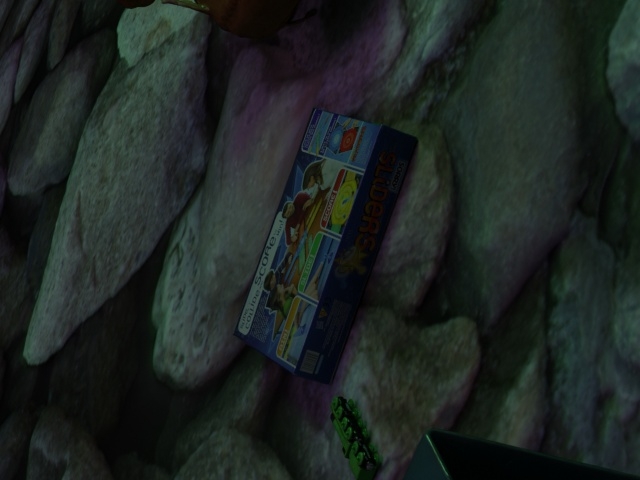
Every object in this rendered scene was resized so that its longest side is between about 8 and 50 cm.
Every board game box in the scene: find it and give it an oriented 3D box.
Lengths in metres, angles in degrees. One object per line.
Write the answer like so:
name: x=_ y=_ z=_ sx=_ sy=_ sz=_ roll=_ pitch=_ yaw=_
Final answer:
board game box: x=0.000 y=0.000 z=1.275 sx=0.136 sy=0.035 sz=0.201 roll=25 pitch=96 yaw=64

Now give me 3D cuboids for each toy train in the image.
toy train: x=0.023 y=0.142 z=1.157 sx=0.083 sy=0.017 sz=0.023 roll=-117 pitch=40 yaw=-57

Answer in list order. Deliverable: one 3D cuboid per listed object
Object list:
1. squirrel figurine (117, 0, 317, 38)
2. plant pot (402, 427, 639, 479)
squirrel figurine: x=-0.073 y=-0.373 z=1.413 sx=0.397 sy=0.281 sz=0.370 roll=-65 pitch=32 yaw=19
plant pot: x=0.092 y=0.245 z=0.784 sx=0.234 sy=0.165 sz=0.165 roll=-63 pitch=27 yaw=23
